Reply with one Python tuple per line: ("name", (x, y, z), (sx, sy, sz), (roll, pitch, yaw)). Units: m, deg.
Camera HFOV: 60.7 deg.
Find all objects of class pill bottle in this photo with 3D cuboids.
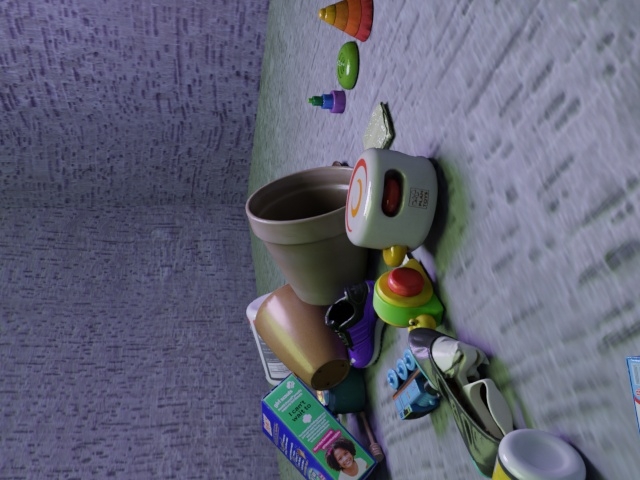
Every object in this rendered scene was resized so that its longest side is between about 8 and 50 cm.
("pill bottle", (0.268, 0.345, 0.701), (0.103, 0.103, 0.184), (-124, 34, -64))
("pill bottle", (-0.108, 0.368, 1.866), (0.210, 0.210, 0.363), (-144, 38, -72))

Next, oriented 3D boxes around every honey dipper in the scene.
("honey dipper", (0.130, 0.507, 1.427), (0.161, 0.030, 0.031), (-112, 24, -63))

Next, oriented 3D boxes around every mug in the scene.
("mug", (0.059, 0.433, 1.544), (0.129, 0.097, 0.158), (-121, 32, -62))

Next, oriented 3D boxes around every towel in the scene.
("towel", (0.133, -0.245, 1.299), (0.148, 0.027, 0.110), (112, 153, -58))

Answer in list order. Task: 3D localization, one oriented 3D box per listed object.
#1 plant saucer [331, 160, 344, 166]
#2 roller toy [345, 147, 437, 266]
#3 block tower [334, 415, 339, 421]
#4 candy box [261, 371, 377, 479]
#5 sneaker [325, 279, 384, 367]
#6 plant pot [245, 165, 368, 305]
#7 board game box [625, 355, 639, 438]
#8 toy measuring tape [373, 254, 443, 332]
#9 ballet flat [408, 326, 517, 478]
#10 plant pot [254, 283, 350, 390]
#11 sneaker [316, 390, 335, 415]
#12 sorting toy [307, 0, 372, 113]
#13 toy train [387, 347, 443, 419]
("plant saucer", (0.057, -0.150, 1.607), (0.168, 0.029, 0.169), (178, 90, -77))
("roller toy", (0.139, -0.074, 1.056), (0.209, 0.146, 0.191), (-93, 15, -47))
("block tower", (0.027, 0.677, 1.722), (0.097, 0.090, 0.336), (108, 155, -55))
("candy box", (-0.016, 0.545, 1.463), (0.317, 0.122, 0.268), (40, 151, 21))
("sneaker", (0.078, 0.205, 1.340), (0.102, 0.146, 0.294), (-108, 22, -47))
("plant pot", (0.000, 0.000, 1.389), (0.323, 0.322, 0.281), (-122, 17, -63))
("board game box", (0.354, 0.208, 0.470), (0.160, 0.039, 0.212), (142, 125, -73))
("toy measuring tape", (0.145, 0.075, 1.115), (0.330, 0.121, 0.122), (-111, 24, -52))
("ballet flat", (0.235, 0.227, 0.862), (0.281, 0.095, 0.096), (61, 142, 39))
("plant pot", (-0.027, 0.277, 1.503), (0.254, 0.237, 0.237), (52, 143, 47))
("sneaker", (0.020, 0.459, 1.696), (0.094, 0.081, 0.209), (25, 109, 46))
("sorting toy", (0.032, -0.490, 1.463), (0.366, 0.126, 0.127), (108, 155, -52))
("toy train", (0.192, 0.271, 1.052), (0.184, 0.080, 0.105), (111, 144, -52))
